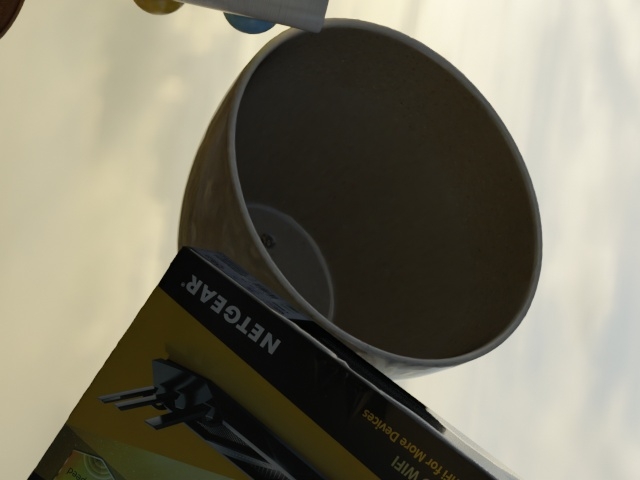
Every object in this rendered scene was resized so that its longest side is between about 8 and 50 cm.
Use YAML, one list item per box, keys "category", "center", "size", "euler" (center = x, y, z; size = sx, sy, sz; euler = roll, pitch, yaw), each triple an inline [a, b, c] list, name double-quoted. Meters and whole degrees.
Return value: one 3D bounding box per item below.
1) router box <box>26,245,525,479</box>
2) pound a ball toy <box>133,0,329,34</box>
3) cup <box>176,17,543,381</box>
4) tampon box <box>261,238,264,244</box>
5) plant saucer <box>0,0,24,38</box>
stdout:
- category: "router box"
  center: [-0.038, 0.188, 1.456]
  size: [0.243, 0.309, 0.081]
  euler: [-56, 163, 7]
- category: "pound a ball toy"
  center: [-0.146, -0.240, 1.599]
  size: [0.208, 0.319, 0.135]
  euler: [-93, -164, -68]
- category: "cup"
  center: [0.000, 0.000, 1.809]
  size: [0.237, 0.331, 0.331]
  euler: [-37, -141, 48]
- category: "tampon box"
  center: [-0.009, 0.031, 2.094]
  size: [0.101, 0.161, 0.120]
  euler: [59, 34, -63]
- category: "plant saucer"
  center: [-0.357, -0.246, 1.770]
  size: [0.036, 0.199, 0.198]
  euler: [163, -65, -74]
